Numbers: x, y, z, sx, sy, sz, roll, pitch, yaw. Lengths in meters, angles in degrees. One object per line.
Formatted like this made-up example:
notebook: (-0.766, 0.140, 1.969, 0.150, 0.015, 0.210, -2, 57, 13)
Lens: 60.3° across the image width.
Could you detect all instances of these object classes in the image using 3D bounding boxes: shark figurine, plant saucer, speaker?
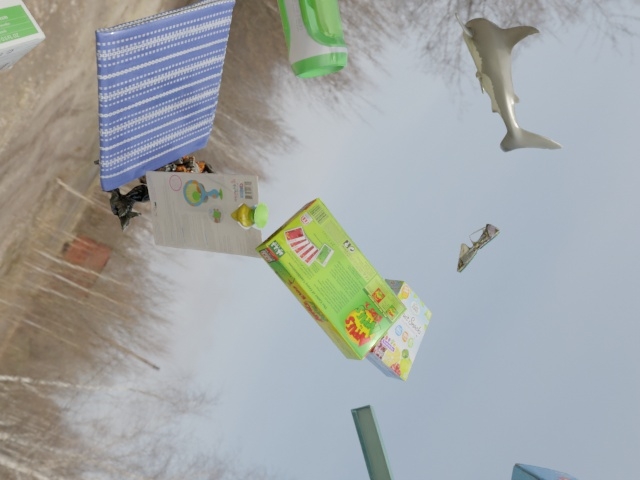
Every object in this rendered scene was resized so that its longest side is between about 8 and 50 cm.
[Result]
shark figurine: (0.302, -0.280, 0.881, 0.116, 0.166, 0.279, -21, -110, 20)
plant saucer: (0.120, 0.466, 1.228, 0.067, 0.018, 0.192, -31, -112, 44)
speaker: (-0.028, -0.486, 1.101, 0.131, 0.131, 0.297, -168, -115, -69)

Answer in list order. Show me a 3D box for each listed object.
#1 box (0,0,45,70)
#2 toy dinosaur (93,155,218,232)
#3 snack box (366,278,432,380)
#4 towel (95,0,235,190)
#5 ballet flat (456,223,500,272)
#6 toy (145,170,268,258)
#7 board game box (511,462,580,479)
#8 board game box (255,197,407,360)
box: (-0.418, -0.252, 0.664, 0.101, 0.087, 0.101, -18, -158, 33)
toy dinosaur: (-0.345, -0.132, 1.174, 0.218, 0.165, 0.322, -25, -153, -26)
snack box: (0.195, 0.233, 1.439, 0.070, 0.174, 0.207, 3, -122, 43)
towel: (-0.264, -0.236, 0.913, 0.243, 0.040, 0.336, -36, 164, -36)
ballet flat: (0.298, 0.011, 1.077, 0.114, 0.041, 0.041, -48, -159, 10)
toy: (-0.190, -0.051, 0.946, 0.237, 0.137, 0.056, 7, -162, 30)
board game box: (0.292, 0.433, 0.557, 0.302, 0.086, 0.309, 164, -61, -76)
board game box: (0.015, 0.048, 0.678, 0.092, 0.181, 0.043, -43, -170, -23)
